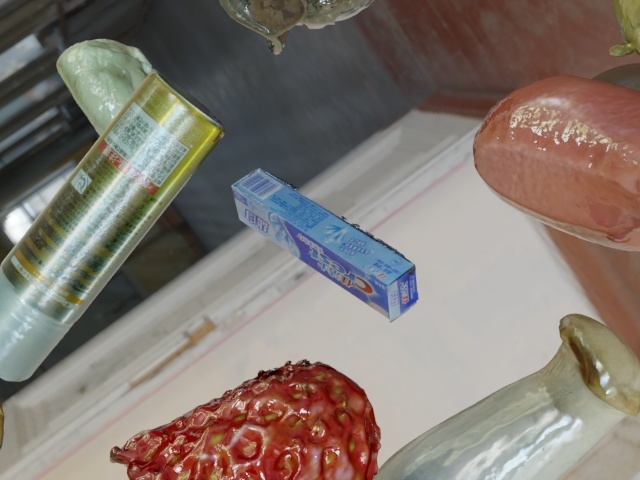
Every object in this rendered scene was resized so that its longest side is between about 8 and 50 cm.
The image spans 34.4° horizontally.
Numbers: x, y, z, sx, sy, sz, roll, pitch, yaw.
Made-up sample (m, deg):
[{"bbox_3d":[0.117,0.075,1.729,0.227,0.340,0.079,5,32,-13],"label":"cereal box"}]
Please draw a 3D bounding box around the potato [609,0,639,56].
[{"bbox_3d":[0.265,-0.206,0.631,0.169,0.248,0.143,10,155,11],"label":"potato"}]

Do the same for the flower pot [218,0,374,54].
[{"bbox_3d":[-0.046,-0.410,1.368,0.302,0.213,0.302,55,-164,-25],"label":"flower pot"}]

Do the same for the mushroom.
[{"bbox_3d":[0.175,0.214,0.976,0.159,0.328,0.122,43,-165,-4],"label":"mushroom"}]

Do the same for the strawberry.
[{"bbox_3d":[-0.043,0.175,0.851,0.234,0.178,0.234,33,173,5],"label":"strawberry"}]

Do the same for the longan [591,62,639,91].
[{"bbox_3d":[0.382,-0.118,1.232,0.196,0.220,0.196,166,90,-75],"label":"longan"}]

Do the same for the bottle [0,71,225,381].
[{"bbox_3d":[-0.198,-0.009,0.884,0.082,0.286,0.082,39,-174,-5],"label":"bottle"}]

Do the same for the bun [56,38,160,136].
[{"bbox_3d":[-0.308,-0.229,1.611,0.212,0.126,0.204,56,-178,15],"label":"bun"}]

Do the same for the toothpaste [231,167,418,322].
[{"bbox_3d":[0.000,0.000,1.239,0.272,0.053,0.066,32,145,35],"label":"toothpaste"}]

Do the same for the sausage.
[{"bbox_3d":[0.248,-0.069,0.924,0.254,0.148,0.148,27,155,40],"label":"sausage"}]

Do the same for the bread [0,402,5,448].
[{"bbox_3d":[-0.515,0.220,1.223,0.253,0.227,0.142,37,136,-20],"label":"bread"}]
